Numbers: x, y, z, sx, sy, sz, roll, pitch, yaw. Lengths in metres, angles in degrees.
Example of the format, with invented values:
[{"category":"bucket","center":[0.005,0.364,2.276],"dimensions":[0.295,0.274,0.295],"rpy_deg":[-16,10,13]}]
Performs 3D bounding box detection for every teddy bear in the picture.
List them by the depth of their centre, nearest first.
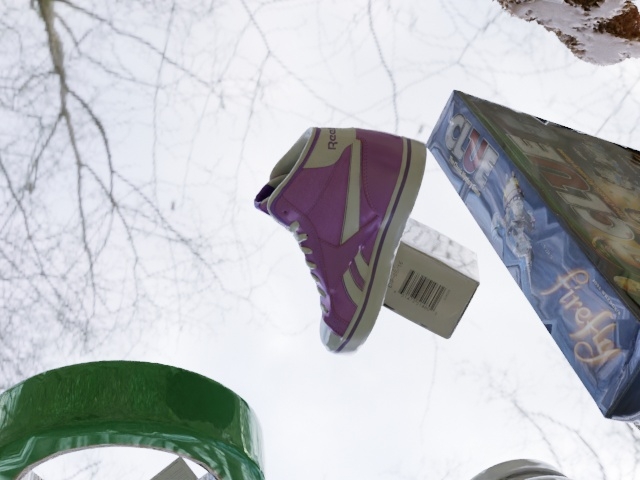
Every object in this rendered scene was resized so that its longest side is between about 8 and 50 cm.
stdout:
[{"category":"teddy bear","center":[0.308,-0.349,1.237],"dimensions":[0.338,0.245,0.113],"rpy_deg":[19,-104,-20]}]

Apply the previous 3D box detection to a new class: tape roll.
[{"category":"tape roll","center":[-0.219,0.258,1.042],"dimensions":[0.321,0.321,0.077],"rpy_deg":[9,-137,-16]}]

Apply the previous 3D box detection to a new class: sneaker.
[{"category":"sneaker","center":[0.000,-0.001,1.022],"dimensions":[0.161,0.282,0.102],"rpy_deg":[8,-149,-9]}]

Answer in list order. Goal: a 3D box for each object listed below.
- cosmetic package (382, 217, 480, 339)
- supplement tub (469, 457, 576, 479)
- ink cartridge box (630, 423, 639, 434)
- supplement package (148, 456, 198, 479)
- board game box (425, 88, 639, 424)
[{"category":"cosmetic package","center":[0.181,0.056,1.639],"dimensions":[0.160,0.113,0.309],"rpy_deg":[28,-168,3]},{"category":"supplement tub","center":[0.301,0.441,1.155],"dimensions":[0.241,0.241,0.331],"rpy_deg":[6,-163,-18]},{"category":"ink cartridge box","center":[0.440,0.229,1.023],"dimensions":[0.197,0.114,0.273],"rpy_deg":[41,-171,-50]},{"category":"supplement package","center":[-0.151,0.424,1.218],"dimensions":[0.134,0.139,0.244],"rpy_deg":[-37,-136,-15]},{"category":"board game box","center":[0.168,0.009,0.497],"dimensions":[0.165,0.042,0.243],"rpy_deg":[14,-152,-22]}]
